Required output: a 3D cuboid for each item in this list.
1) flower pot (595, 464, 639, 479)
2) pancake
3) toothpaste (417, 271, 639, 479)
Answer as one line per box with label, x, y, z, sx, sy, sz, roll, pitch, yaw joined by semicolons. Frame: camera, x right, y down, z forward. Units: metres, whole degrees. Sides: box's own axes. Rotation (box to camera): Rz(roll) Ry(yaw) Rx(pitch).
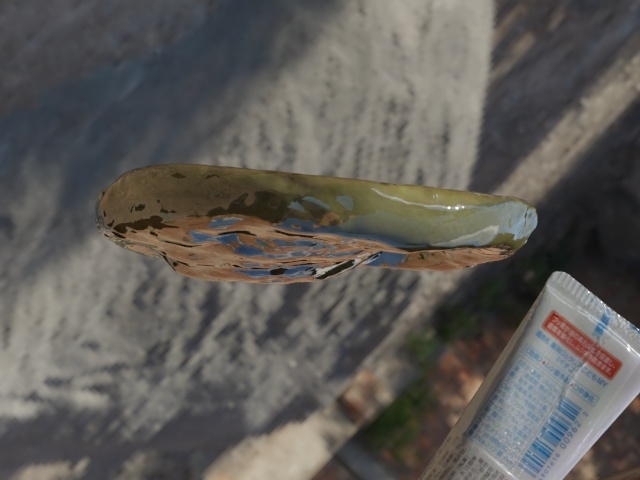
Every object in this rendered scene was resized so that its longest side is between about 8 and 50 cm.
flower pot;0.110;0.134;0.431;0.190;0.190;0.173;-44;-171;-14
pancake;0.000;0.000;0.868;0.242;0.242;0.050;29;65;-80
toothpaste;0.104;0.135;1.000;0.234;0.089;0.057;-53;-171;2
